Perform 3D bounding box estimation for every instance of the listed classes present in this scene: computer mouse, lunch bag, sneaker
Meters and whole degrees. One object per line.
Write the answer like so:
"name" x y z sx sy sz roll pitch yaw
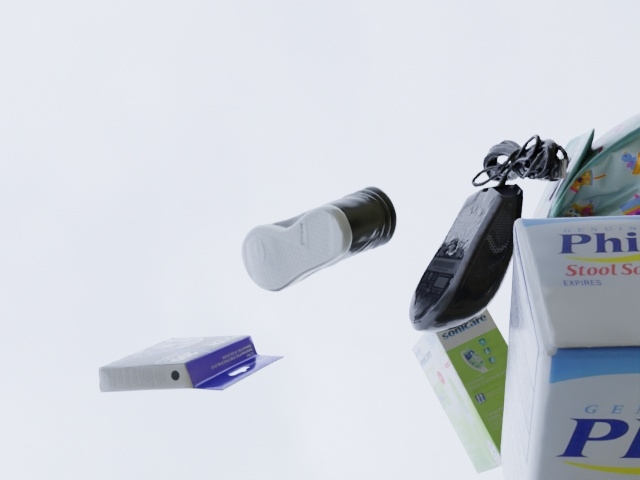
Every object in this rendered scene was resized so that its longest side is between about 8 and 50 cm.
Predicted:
"computer mouse" 0.206 0.005 0.979 0.072 0.188 0.272 31 -90 -12
"lunch bag" 0.382 -0.073 0.988 0.160 0.262 0.223 62 -170 1
"sneaker" 0.000 0.000 1.191 0.146 0.295 0.105 -17 -92 -36

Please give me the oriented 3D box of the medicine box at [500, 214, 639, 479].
"medicine box" 0.281 0.131 0.607 0.149 0.263 0.289 -83 -11 -51

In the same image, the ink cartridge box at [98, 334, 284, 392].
"ink cartridge box" -0.191 0.184 1.216 0.206 0.208 0.045 -15 -80 -67

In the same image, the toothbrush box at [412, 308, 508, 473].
"toothbrush box" 0.307 0.287 1.540 0.122 0.206 0.283 -22 -107 -12
